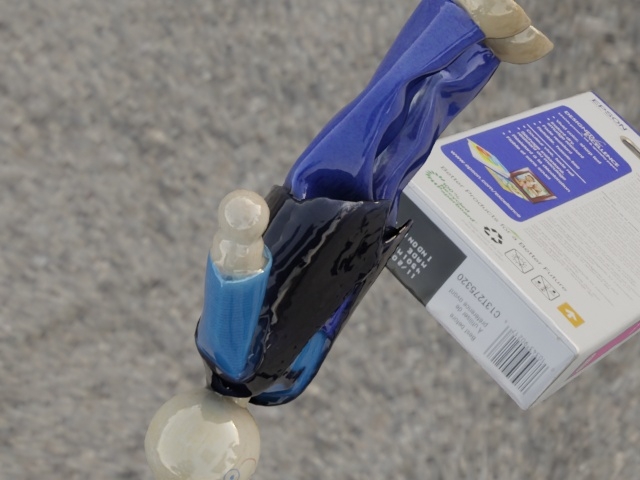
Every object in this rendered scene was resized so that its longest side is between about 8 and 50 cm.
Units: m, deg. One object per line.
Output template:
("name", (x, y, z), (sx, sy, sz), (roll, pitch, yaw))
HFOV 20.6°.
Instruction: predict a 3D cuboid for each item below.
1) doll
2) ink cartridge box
("doll", (0.000, 0.000, 0.561), (0.046, 0.129, 0.189), (34, 94, 19))
("ink cartridge box", (0.171, -0.009, 1.245), (0.176, 0.371, 0.069), (46, 121, 13))
